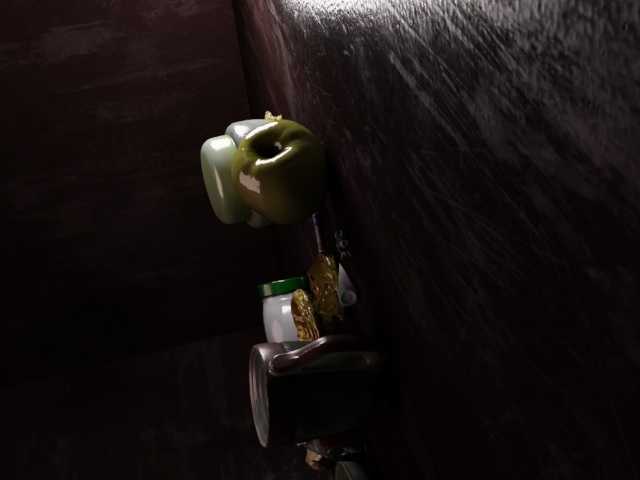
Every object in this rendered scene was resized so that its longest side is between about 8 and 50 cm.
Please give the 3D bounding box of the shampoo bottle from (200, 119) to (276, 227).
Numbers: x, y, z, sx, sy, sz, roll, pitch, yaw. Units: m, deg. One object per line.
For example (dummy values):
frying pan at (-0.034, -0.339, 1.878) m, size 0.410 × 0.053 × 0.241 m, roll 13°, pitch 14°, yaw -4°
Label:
shampoo bottle at (-0.183, -0.203, 2.020) m, size 0.322 × 0.318 × 0.322 m, roll 166°, pitch 90°, yaw -71°

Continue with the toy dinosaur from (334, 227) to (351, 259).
toy dinosaur at (0.056, 0.004, 1.661) m, size 0.047 × 0.031 × 0.083 m, roll -124°, pitch 22°, yaw -66°

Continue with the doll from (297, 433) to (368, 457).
doll at (0.037, 0.645, 2.139) m, size 0.102 × 0.228 × 0.075 m, roll -134°, pitch 48°, yaw -70°

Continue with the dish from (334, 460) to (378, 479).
dish at (0.147, 0.833, 2.067) m, size 0.324 × 0.124 × 0.323 m, roll 171°, pitch 90°, yaw -76°

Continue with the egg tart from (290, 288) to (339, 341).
egg tart at (-0.011, 0.297, 2.256) m, size 0.295 × 0.116 × 0.294 m, roll 164°, pitch 90°, yaw -73°

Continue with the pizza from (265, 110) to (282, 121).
pizza at (-0.148, -0.291, 2.424) m, size 0.268 × 0.087 × 0.257 m, roll 90°, pitch 168°, yaw -66°

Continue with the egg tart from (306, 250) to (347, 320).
egg tart at (0.017, 0.132, 1.931) m, size 0.212 × 0.090 × 0.212 m, roll 164°, pitch 90°, yaw -86°

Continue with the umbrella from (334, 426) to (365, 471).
umbrella at (0.085, 0.668, 2.283) m, size 0.110 × 0.122 × 0.272 m, roll -6°, pitch 95°, yaw 38°

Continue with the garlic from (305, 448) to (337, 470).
garlic at (0.004, 0.707, 2.378) m, size 0.338 × 0.151 × 0.196 m, roll -66°, pitch -27°, yaw -53°

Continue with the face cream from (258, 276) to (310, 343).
face cream at (-0.115, 0.335, 2.675) m, size 0.312 × 0.220 × 0.356 m, roll 93°, pitch 166°, yaw -83°

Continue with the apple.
apple at (-0.099, -0.167, 1.705) m, size 0.262 × 0.263 × 0.262 m, roll 167°, pitch 90°, yaw -82°

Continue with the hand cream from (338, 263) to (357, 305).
hand cream at (0.066, 0.121, 1.767) m, size 0.174 × 0.047 × 0.076 m, roll -100°, pitch -3°, yaw -73°

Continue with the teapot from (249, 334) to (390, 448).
teapot at (0.011, 0.314, 1.534) m, size 0.314 × 0.313 × 0.233 m, roll 105°, pitch 154°, yaw -48°

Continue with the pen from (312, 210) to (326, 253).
pen at (0.000, 0.000, 2.057) m, size 0.025 × 0.025 × 0.204 m, roll -126°, pitch 24°, yaw -70°
